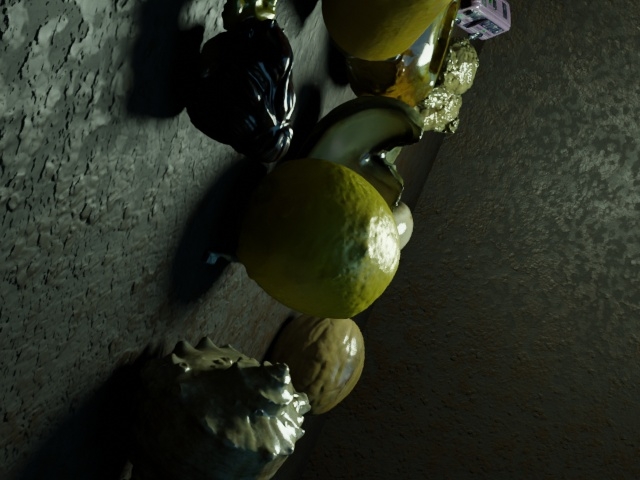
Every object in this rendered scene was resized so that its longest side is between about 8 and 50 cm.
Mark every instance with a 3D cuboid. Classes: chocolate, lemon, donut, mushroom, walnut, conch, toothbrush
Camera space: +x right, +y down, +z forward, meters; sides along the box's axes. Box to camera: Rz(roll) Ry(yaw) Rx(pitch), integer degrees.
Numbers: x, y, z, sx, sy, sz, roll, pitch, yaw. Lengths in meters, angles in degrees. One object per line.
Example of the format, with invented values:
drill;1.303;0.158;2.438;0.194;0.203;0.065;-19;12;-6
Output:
chocolate;0.104;-0.331;0.973;0.445;0.162;0.162;-168;-77;-83
lemon;0.000;0.000;1.243;0.288;0.233;0.233;42;69;-45
donut;0.155;-0.367;1.429;0.330;0.160;0.330;-58;169;-19
mushroom;0.098;-0.059;1.825;0.207;0.207;0.215;-33;114;-71
walnut;-0.009;0.287;1.921;0.261;0.225;0.225;-59;169;-5
mushroom;0.051;-0.131;1.405;0.164;0.190;0.267;-83;-168;-70
conch;-0.162;0.244;1.156;0.352;0.210;0.297;-23;171;28
toothbrush;-0.136;0.028;1.262;0.019;0.016;0.219;-65;169;3

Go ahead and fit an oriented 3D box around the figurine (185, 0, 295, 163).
figurine;-0.058;-0.235;0.816;0.187;0.168;0.315;-69;-174;-54

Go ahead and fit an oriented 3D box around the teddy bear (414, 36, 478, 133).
teddy bear;0.309;-0.400;2.116;0.267;0.156;0.256;-44;154;-60

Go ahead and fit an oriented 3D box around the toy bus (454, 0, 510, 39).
toy bus;0.385;-0.570;2.034;0.199;0.108;0.096;11;74;-51
